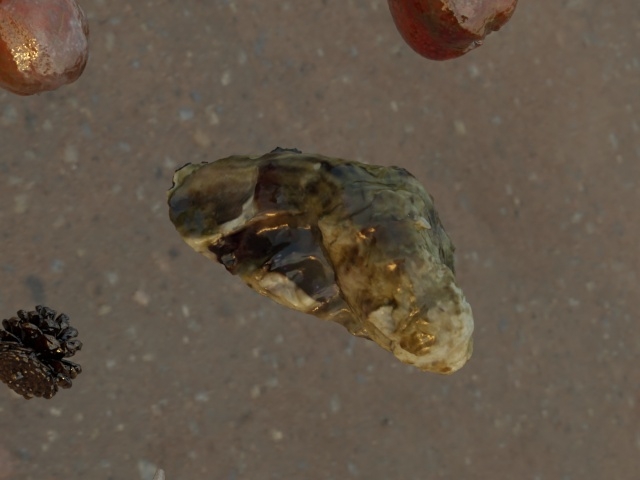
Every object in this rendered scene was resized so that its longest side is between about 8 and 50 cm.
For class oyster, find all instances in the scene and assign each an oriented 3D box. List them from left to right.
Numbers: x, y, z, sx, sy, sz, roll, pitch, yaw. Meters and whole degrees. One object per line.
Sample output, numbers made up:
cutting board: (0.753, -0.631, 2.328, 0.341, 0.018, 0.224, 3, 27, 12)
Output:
oyster: (-0.002, 0.005, 1.096, 0.094, 0.294, 0.166, 21, 82, -82)

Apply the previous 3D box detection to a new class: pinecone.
pinecone: (-0.403, 0.159, 1.844, 0.140, 0.140, 0.121, 47, 44, -29)

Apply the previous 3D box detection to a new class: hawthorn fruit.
hawthorn fruit: (-0.164, -0.129, 0.700, 0.067, 0.066, 0.103, -43, 123, -50)
hawthorn fruit: (0.134, -0.315, 1.497, 0.203, 0.162, 0.162, 52, 39, 0)

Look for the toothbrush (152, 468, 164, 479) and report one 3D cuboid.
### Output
toothbrush: (-0.219, 0.436, 1.601, 0.375, 0.037, 0.028, -91, 160, -48)
